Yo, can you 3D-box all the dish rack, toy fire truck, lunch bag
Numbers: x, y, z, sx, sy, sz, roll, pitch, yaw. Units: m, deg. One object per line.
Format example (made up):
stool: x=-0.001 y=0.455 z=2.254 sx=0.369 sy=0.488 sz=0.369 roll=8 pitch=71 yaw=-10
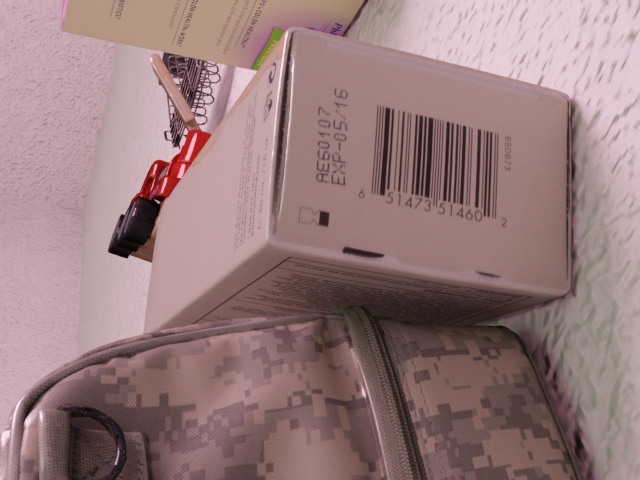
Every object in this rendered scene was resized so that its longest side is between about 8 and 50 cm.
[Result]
dish rack: x=-0.181 y=-0.271 z=1.376 sx=0.271 sy=0.074 sz=0.208 roll=-105 pitch=29 yaw=-47
toy fire truck: x=-0.198 y=-0.095 z=1.249 sx=0.217 sy=0.158 sz=0.246 roll=158 pitch=131 yaw=-69
lunch bag: x=-0.045 y=0.184 z=0.464 sx=0.212 sy=0.256 sz=0.305 roll=-99 pitch=25 yaw=-43

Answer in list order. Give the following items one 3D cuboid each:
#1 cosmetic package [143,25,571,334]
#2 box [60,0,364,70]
cosmetic package: x=0.000 y=0.000 z=0.574 sx=0.309 sy=0.160 sz=0.113 roll=149 pitch=129 yaw=-65
box: x=-0.082 y=-0.261 z=0.800 sx=0.213 sy=0.243 sz=0.117 roll=130 pitch=144 yaw=-58
